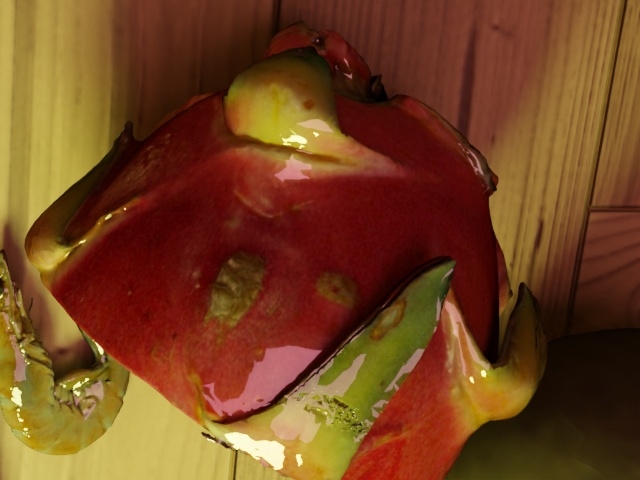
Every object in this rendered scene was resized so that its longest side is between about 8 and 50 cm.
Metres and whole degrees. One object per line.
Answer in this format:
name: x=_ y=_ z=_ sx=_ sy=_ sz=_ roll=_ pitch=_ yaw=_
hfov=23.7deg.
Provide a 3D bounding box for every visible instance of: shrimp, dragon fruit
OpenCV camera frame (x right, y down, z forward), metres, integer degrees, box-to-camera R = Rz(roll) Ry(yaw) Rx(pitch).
shrimp: x=-0.178 y=0.072 z=1.030 sx=0.095 sy=0.045 sz=0.162 roll=-16 pitch=113 yaw=-10
dragon fruit: x=0.000 y=0.000 z=0.925 sx=0.305 sy=0.305 sz=0.226 roll=32 pitch=93 yaw=-24

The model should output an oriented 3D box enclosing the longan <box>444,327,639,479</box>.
longan: x=0.213 y=0.246 z=1.068 sx=0.361 sy=0.361 sz=0.361 roll=-6 pitch=113 yaw=-14
